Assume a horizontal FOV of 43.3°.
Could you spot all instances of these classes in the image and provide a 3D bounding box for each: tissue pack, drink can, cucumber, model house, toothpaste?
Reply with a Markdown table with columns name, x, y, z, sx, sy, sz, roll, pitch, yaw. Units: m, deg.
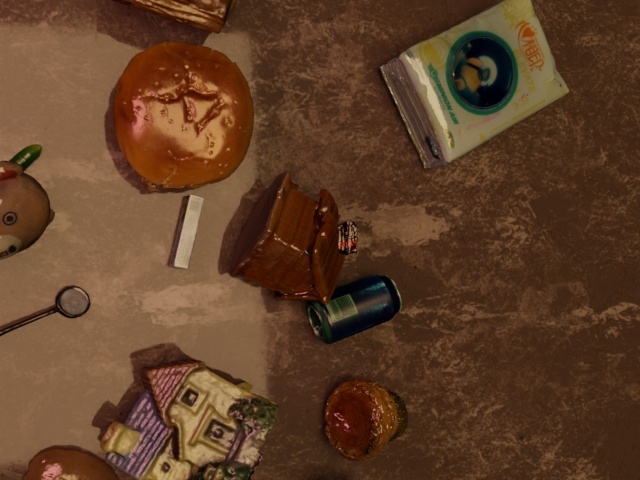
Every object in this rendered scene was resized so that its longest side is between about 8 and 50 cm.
| name | x | y | z | sx | sy | sz | roll | pitch | yaw |
| --- | --- | --- | --- | --- | --- | --- | --- | --- | --- |
| tissue pack | 0.372 | -0.388 | 1.947 | 0.388 | 0.162 | 0.287 | -30 | 103 | -18 |
| drink can | 0.079 | 0.155 | 1.856 | 0.205 | 0.118 | 0.118 | -18 | 96 | -19 |
| cucumber | -0.625 | -0.142 | 1.635 | 0.037 | 0.037 | 0.155 | 44 | 75 | -15 |
| model house | -0.278 | 0.393 | 1.648 | 0.266 | 0.261 | 0.321 | 34 | 74 | -15 |
| toothpaste | -0.290 | -0.019 | 1.755 | 0.034 | 0.046 | 0.164 | 14 | 85 | -22 |
| model house | -0.049 | 0.009 | 1.774 | 0.229 | 0.220 | 0.199 | 31 | 49 | -18 |

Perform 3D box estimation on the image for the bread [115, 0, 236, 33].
| name | x | y | z | sx | sy | sz | roll | pitch | yaw |
| --- | --- | --- | --- | --- | --- | --- | --- | --- | --- |
| bread | -0.291 | -0.594 | 1.695 | 0.278 | 0.167 | 0.324 | 16 | 75 | -19 |

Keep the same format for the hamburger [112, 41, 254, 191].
| name | x | y | z | sx | sy | sz | roll | pitch | yaw |
| --- | --- | --- | --- | --- | --- | --- | --- | --- | --- |
| hamburger | -0.287 | -0.257 | 1.696 | 0.290 | 0.170 | 0.314 | 3 | 90 | -14 |

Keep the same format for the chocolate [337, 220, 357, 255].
| name | x | y | z | sx | sy | sz | roll | pitch | yaw |
| --- | --- | --- | --- | --- | --- | --- | --- | --- | --- |
| chocolate | 0.000 | 0.000 | 1.875 | 0.183 | 0.028 | 0.086 | -8 | 95 | -17 |

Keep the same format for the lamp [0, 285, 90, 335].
| name | x | y | z | sx | sy | sz | roll | pitch | yaw |
| --- | --- | --- | --- | --- | --- | --- | --- | --- | --- |
| lamp | -0.649 | 0.199 | 1.624 | 0.371 | 0.108 | 0.130 | -39 | 91 | -31 |

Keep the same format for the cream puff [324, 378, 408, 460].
| name | x | y | z | sx | sy | sz | roll | pitch | yaw |
| --- | --- | --- | --- | --- | --- | --- | --- | --- | --- |
| cream puff | 0.122 | 0.413 | 1.864 | 0.169 | 0.183 | 0.183 | 10 | 86 | -46 |

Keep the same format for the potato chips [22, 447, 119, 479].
| name | x | y | z | sx | sy | sz | roll | pitch | yaw |
| --- | --- | --- | --- | --- | --- | --- | --- | --- | --- |
| potato chips | -0.514 | 0.526 | 1.662 | 0.195 | 0.062 | 0.208 | -24 | 100 | -17 |

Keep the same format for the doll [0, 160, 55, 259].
| name | x | y | z | sx | sy | sz | roll | pitch | yaw |
| --- | --- | --- | --- | --- | --- | --- | --- | --- | --- |
| doll | -0.677 | -0.013 | 1.548 | 0.330 | 0.235 | 0.174 | -34 | 61 | -13 |
